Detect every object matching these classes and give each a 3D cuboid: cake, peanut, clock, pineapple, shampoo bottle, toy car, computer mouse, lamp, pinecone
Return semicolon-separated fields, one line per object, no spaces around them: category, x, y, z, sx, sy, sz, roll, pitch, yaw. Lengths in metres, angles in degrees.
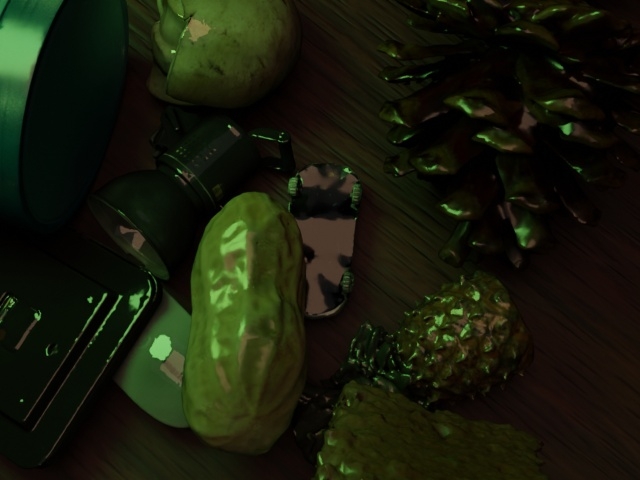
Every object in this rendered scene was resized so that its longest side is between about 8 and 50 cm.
cake;0.100;0.346;1.272;0.282;0.255;0.290;14;107;4
peanut;-0.083;0.092;1.381;0.152;0.152;0.313;3;69;2
clock;-0.368;0.106;1.447;0.273;0.049;0.279;27;78;23
pineapple;0.105;0.165;1.417;0.310;0.141;0.170;-29;101;5
shampoo bottle;-0.450;-0.209;1.420;0.343;0.331;0.331;16;76;6
toy car;0.000;0.000;1.496;0.095;0.056;0.204;6;79;2
computer mouse;-0.208;0.131;1.456;0.231;0.079;0.128;41;81;14
lamp;-0.169;-0.083;1.492;0.172;0.147;0.227;36;70;22
pinecone;0.215;-0.135;1.395;0.384;0.384;0.384;0;75;1

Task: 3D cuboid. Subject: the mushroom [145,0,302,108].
mushroom;-0.121;-0.257;1.509;0.189;0.195;0.253;12;38;-15
